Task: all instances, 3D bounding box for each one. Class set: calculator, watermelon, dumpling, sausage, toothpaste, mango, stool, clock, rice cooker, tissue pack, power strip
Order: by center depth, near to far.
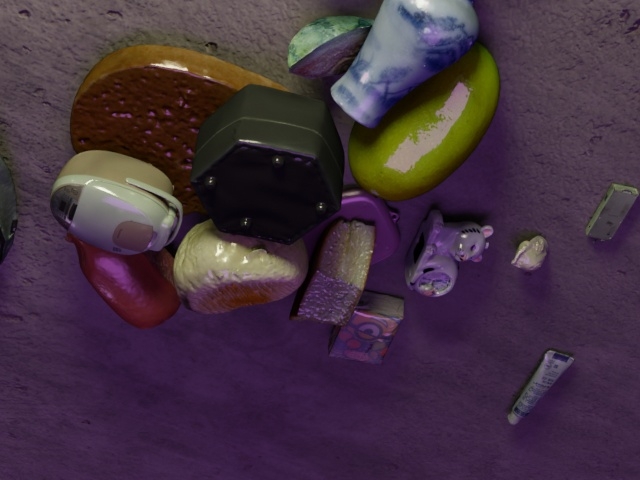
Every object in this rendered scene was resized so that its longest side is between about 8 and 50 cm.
[{"bbox_3d":[0.013,-0.283,1.640,0.180,0.081,0.094,-12,123,-39],"label":"watermelon"},{"bbox_3d":[-0.076,-0.108,1.667,0.232,0.141,0.232,2,139,2],"label":"stool"},{"bbox_3d":[0.161,-0.181,1.708,0.175,0.143,0.293,33,117,-18],"label":"mango"},{"bbox_3d":[-0.319,-0.061,1.755,0.206,0.127,0.145,15,138,-16],"label":"rice cooker"},{"bbox_3d":[0.496,-0.043,1.914,0.051,0.019,0.136,9,134,-10],"label":"power strip"},{"bbox_3d":[-0.331,0.054,1.943,0.148,0.148,0.254,-19,131,19],"label":"sausage"},{"bbox_3d":[0.222,0.030,1.950,0.117,0.080,0.176,12,132,-11],"label":"clock"},{"bbox_3d":[0.000,0.001,1.952,0.294,0.043,0.194,-17,131,15],"label":"calculator"},{"bbox_3d":[0.373,0.024,1.960,0.076,0.052,0.057,16,138,-16],"label":"dumpling"},{"bbox_3d":[0.085,0.165,2.100,0.109,0.060,0.148,13,133,-10],"label":"tissue pack"},{"bbox_3d":[0.435,0.298,2.242,0.062,0.037,0.216,16,129,-13],"label":"toothpaste"}]

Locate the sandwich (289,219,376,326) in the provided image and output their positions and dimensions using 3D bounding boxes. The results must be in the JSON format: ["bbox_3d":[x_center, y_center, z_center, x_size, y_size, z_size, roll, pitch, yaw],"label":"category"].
[{"bbox_3d":[0.017,0.078,1.942,0.094,0.096,0.258,15,128,-11],"label":"sandwich"}]

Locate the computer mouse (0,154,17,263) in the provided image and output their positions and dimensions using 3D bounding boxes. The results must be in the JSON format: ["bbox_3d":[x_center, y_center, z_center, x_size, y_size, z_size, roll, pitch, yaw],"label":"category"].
[{"bbox_3d":[-0.606,-0.082,1.835,0.203,0.114,0.374,4,142,-7],"label":"computer mouse"}]

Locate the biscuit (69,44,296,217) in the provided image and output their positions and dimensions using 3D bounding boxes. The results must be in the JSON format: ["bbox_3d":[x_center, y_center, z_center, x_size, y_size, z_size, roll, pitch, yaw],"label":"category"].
[{"bbox_3d":[-0.204,-0.159,1.781,0.394,0.070,0.350,23,135,-21],"label":"biscuit"}]

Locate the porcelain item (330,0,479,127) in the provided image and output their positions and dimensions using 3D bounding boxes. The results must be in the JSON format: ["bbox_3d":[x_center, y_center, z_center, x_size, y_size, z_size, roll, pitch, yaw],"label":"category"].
[{"bbox_3d":[0.125,-0.282,1.590,0.141,0.141,0.259,30,118,-26],"label":"porcelain item"}]

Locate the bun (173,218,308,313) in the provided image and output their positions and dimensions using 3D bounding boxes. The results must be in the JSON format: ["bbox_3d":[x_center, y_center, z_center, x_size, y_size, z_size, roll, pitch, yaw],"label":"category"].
[{"bbox_3d":[-0.144,0.029,1.828,0.244,0.153,0.244,-15,164,-4],"label":"bun"}]
